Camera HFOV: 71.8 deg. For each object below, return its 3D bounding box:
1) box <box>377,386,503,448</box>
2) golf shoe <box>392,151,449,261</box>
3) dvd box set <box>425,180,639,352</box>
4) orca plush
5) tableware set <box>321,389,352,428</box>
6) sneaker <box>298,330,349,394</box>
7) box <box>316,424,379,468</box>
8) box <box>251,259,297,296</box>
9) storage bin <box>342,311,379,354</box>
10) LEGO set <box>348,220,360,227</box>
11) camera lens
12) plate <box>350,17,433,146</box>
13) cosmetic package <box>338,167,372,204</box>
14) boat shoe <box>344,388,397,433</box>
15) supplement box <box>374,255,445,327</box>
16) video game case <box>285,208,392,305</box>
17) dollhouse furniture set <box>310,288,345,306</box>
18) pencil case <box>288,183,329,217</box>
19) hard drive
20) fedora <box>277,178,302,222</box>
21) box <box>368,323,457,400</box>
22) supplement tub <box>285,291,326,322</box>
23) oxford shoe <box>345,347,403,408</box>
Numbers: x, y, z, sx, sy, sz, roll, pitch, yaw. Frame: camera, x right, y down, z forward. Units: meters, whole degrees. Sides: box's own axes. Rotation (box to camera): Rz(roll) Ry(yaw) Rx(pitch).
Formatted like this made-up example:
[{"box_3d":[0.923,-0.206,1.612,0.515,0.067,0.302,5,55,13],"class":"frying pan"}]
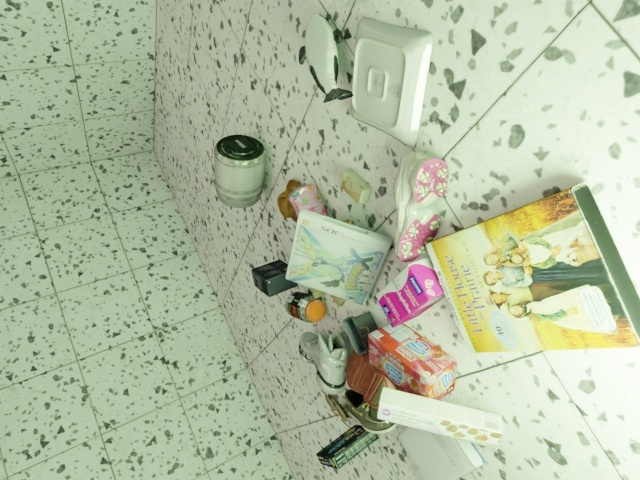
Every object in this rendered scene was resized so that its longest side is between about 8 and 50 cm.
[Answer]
[{"box_3d":[0.320,0.479,1.199,0.324,0.067,0.063,9,118,13],"class":"box"},{"box_3d":[0.245,-0.090,1.165,0.140,0.115,0.306,-128,39,-50],"class":"golf shoe"},{"box_3d":[0.434,0.088,0.966,0.420,0.062,0.308,-29,81,61],"class":"dvd box set"},{"box_3d":[0.035,-0.521,1.295,0.151,0.102,0.287,-37,65,25],"class":"orca plush"},{"box_3d":[0.079,0.751,2.008,0.194,0.039,0.128,12,129,64],"class":"tableware set"},{"box_3d":[0.019,0.443,1.840,0.366,0.137,0.210,-132,48,-58],"class":"sneaker"},{"box_3d":[0.110,0.843,1.815,0.051,0.220,0.175,62,151,6],"class":"box"},{"box_3d":[-0.214,0.173,2.051,0.158,0.156,0.093,25,128,53],"class":"box"},{"box_3d":[0.156,0.318,1.558,0.135,0.091,0.098,63,151,13],"class":"storage bin"},{"box_3d":[0.000,0.000,1.489,0.287,0.107,0.132,-18,87,28],"class":"LEGO set"},{"box_3d":[-0.357,-0.309,1.950,0.219,0.219,0.274,50,145,34],"class":"camera lens"},{"box_3d":[0.163,-0.415,1.162,0.278,0.045,0.277,41,139,43],"class":"plate"},{"box_3d":[0.109,-0.173,1.402,0.115,0.041,0.060,49,144,35],"class":"cosmetic package"},{"box_3d":[0.181,0.647,1.691,0.305,0.109,0.091,-9,103,65],"class":"boat shoe"},{"box_3d":[0.264,0.145,1.248,0.111,0.114,0.220,61,148,20],"class":"supplement box"},{"box_3d":[0.047,0.065,1.462,0.300,0.036,0.329,19,136,3],"class":"video game case"},{"box_3d":[0.017,0.149,1.690,0.182,0.101,0.161,53,147,30],"class":"dollhouse furniture set"},{"box_3d":[-0.021,-0.061,1.617,0.124,0.124,0.284,-30,79,61],"class":"pencil case"},{"box_3d":[0.375,0.671,1.435,0.210,0.040,0.319,54,147,29],"class":"hard drive"},{"box_3d":[-0.121,-0.149,1.780,0.194,0.079,0.194,36,136,46],"class":"fedora"},{"box_3d":[0.273,0.368,1.344,0.257,0.128,0.123,31,133,50],"class":"box"},{"box_3d":[-0.064,0.287,1.898,0.190,0.117,0.117,3,109,60],"class":"supplement tub"},{"box_3d":[0.197,0.487,1.541,0.140,0.146,0.397,-66,16,4],"class":"oxford shoe"}]
